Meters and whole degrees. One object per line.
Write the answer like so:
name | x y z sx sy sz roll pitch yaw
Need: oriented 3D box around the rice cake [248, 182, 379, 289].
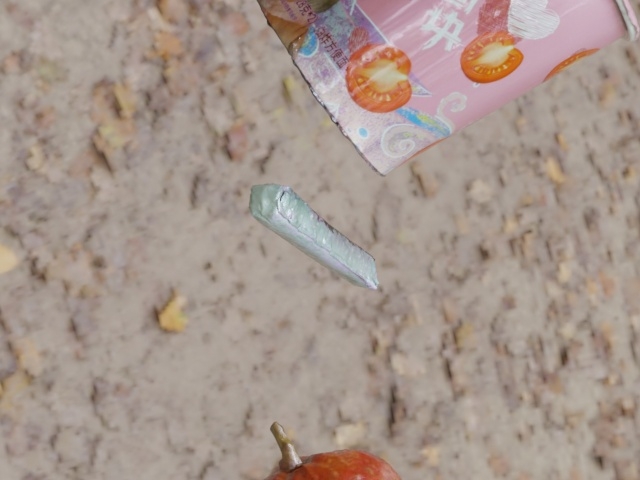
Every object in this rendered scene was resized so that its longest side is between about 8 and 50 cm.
rice cake | 0.000 0.000 1.163 0.207 0.033 0.033 37 61 -58

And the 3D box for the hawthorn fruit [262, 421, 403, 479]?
hawthorn fruit | 0.004 0.298 1.403 0.253 0.205 0.205 60 42 -13

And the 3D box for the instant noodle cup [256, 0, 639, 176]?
instant noodle cup | 0.088 -0.193 1.091 0.243 0.231 0.243 54 8 -11
